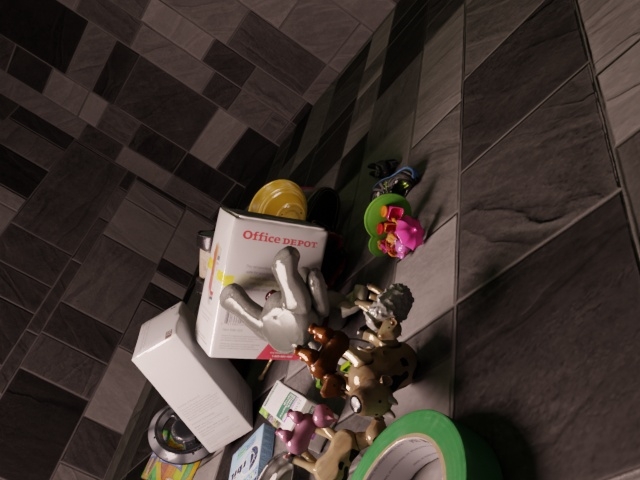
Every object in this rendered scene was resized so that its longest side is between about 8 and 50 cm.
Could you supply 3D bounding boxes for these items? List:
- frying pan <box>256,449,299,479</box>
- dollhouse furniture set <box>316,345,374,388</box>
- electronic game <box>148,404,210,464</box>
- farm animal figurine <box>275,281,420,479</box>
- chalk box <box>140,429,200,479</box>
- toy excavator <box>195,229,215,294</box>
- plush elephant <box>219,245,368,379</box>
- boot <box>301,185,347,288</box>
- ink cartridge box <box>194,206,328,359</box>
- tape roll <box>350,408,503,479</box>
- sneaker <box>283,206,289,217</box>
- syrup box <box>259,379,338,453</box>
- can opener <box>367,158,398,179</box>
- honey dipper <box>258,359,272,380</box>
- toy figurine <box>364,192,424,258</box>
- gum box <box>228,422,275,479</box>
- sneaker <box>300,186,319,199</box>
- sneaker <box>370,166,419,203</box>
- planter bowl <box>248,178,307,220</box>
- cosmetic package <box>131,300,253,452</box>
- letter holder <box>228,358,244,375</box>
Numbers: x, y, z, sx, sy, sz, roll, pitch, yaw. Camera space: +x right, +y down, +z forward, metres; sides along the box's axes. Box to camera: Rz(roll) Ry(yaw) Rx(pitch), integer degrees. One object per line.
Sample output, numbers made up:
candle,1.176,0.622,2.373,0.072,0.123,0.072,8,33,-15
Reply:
frying pan,-0.130,0.625,1.460,0.197,0.053,0.326,-26,37,61
dollhouse furniture set,0.057,0.293,1.504,0.151,0.059,0.076,-45,21,37
electronic game,-0.426,0.601,2.088,0.229,0.230,0.048,-76,-6,-47
farm animal figurine,0.080,0.281,1.213,0.327,0.172,0.330,-36,-41,-42
chalk box,-0.467,0.700,2.155,0.132,0.132,0.213,-26,37,62
toy excavator,-0.249,0.066,2.419,0.433,0.445,0.222,18,108,52
plush elephant,-0.032,0.167,1.683,0.272,0.330,0.255,-42,-7,31
boot,0.000,0.000,2.061,0.377,0.138,0.284,-64,16,-9
ink cartridge box,-0.164,0.120,1.824,0.160,0.279,0.384,28,108,61
tape roll,0.139,0.421,1.008,0.321,0.077,0.321,-50,19,24
sneaker,-0.104,-0.060,2.150,0.059,0.053,0.144,166,125,-75
syrup box,-0.055,0.409,1.556,0.093,0.096,0.237,-61,16,-11
can opener,0.187,-0.221,2.095,0.186,0.073,0.059,-176,78,-75
honey dipper,-0.148,0.361,2.032,0.160,0.031,0.030,-61,16,-2
toy figurine,0.189,-0.012,1.624,0.159,0.130,0.173,-128,49,-63
gum box,-0.180,0.586,1.691,0.157,0.041,0.184,-50,17,25
sneaker,-0.025,-0.118,2.278,0.103,0.252,0.111,8,82,34
sneaker,0.199,-0.140,1.865,0.188,0.067,0.078,-35,21,46
planter bowl,-0.114,-0.074,2.062,0.217,0.090,0.217,-8,73,27
cosmetic package,-0.360,0.393,1.920,0.156,0.385,0.217,-33,19,5
letter holder,-0.374,0.353,2.289,0.152,0.214,0.301,-19,29,11
